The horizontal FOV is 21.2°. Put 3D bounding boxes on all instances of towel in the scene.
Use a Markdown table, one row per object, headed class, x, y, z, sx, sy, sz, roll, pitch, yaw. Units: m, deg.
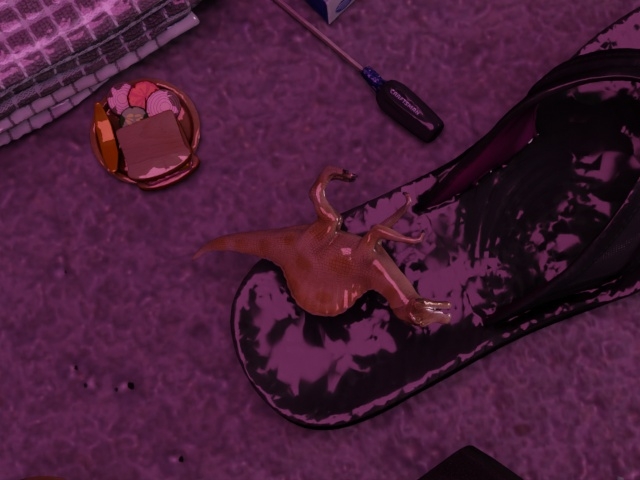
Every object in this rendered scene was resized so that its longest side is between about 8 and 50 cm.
| class | x | y | z | sx | sy | sz | roll | pitch | yaw |
| --- | --- | --- | --- | --- | --- | --- | --- | --- | --- |
| towel | -0.222 | -0.204 | 1.170 | 0.284 | 0.121 | 0.235 | -33 | 79 | -5 |

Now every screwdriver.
| class | x | y | z | sx | sy | sz | roll | pitch | yaw |
| --- | --- | --- | --- | --- | --- | --- | --- | --- | --- |
| screwdriver | 0.021 | -0.129 | 1.194 | 0.170 | 0.024 | 0.025 | 46 | 112 | 13 |

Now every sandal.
| class | x | y | z | sx | sy | sz | roll | pitch | yaw |
| --- | --- | --- | --- | --- | --- | --- | --- | --- | --- |
| sandal | 0.146 | -0.021 | 1.119 | 0.446 | 0.107 | 0.167 | -34 | 78 | -4 |

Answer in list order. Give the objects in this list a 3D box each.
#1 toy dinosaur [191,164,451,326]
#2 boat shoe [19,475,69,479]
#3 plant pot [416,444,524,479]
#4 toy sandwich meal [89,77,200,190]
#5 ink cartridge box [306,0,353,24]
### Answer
| class | x | y | z | sx | sy | sz | roll | pitch | yaw |
| --- | --- | --- | --- | --- | --- | --- | --- | --- | --- |
| toy dinosaur | 0.000 | 0.000 | 1.088 | 0.183 | 0.053 | 0.092 | 17 | 87 | 20 |
| boat shoe | -0.085 | 0.290 | 1.061 | 0.341 | 0.110 | 0.122 | 44 | 54 | 15 |
| plant pot | 0.092 | 0.238 | 1.035 | 0.188 | 0.187 | 0.167 | -36 | 65 | -6 |
| toy sandwich meal | -0.122 | -0.075 | 1.182 | 0.086 | 0.029 | 0.085 | 0 | 77 | 2 |
| ink cartridge box | 0.046 | -0.260 | 1.209 | 0.207 | 0.046 | 0.097 | -43 | 78 | -7 |
